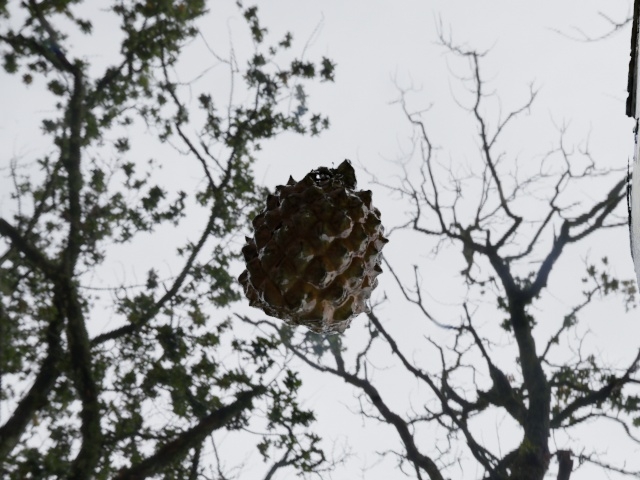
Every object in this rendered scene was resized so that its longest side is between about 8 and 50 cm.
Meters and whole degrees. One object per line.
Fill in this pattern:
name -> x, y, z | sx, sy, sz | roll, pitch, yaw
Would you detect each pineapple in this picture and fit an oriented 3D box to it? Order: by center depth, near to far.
pineapple -> 0.000, 0.000, 0.639 | 0.166, 0.166, 0.193 | 17, -97, 32

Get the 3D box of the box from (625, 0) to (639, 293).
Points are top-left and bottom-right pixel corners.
box -> 0.358, -0.214, 0.526 | 0.138, 0.420, 0.373 | 1, -144, 25
